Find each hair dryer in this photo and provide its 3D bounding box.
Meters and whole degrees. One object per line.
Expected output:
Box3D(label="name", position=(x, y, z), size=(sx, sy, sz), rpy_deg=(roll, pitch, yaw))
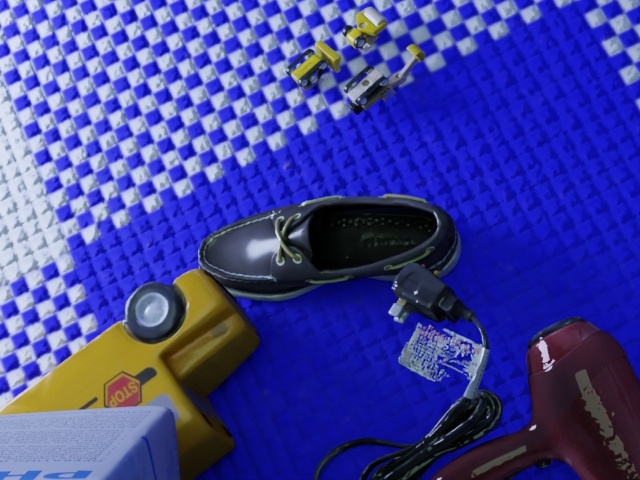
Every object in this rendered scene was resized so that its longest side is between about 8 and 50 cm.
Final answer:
Box3D(label="hair dryer", position=(0.156, 0.162, 1.104), size=(0.294, 0.080, 0.223), rpy_deg=(21, 94, 26))

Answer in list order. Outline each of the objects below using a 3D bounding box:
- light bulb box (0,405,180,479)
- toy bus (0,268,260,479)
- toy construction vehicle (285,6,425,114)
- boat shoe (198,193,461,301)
Box3D(label="light bulb box", position=(-0.206, 0.304, 0.907), size=(0.225, 0.361, 0.357), rpy_deg=(-5, 91, -1))
Box3D(label="toy bus", position=(-0.190, 0.168, 1.153), size=(0.333, 0.108, 0.130), rpy_deg=(-36, 68, -1))
Box3D(label="toy construction vehicle", position=(0.033, -0.153, 1.256), size=(0.098, 0.035, 0.086), rpy_deg=(-43, 56, -6))
Box3D(label="boat shoe", position=(0.000, 0.000, 1.187), size=(0.228, 0.068, 0.081), rpy_deg=(-6, 70, 11))
